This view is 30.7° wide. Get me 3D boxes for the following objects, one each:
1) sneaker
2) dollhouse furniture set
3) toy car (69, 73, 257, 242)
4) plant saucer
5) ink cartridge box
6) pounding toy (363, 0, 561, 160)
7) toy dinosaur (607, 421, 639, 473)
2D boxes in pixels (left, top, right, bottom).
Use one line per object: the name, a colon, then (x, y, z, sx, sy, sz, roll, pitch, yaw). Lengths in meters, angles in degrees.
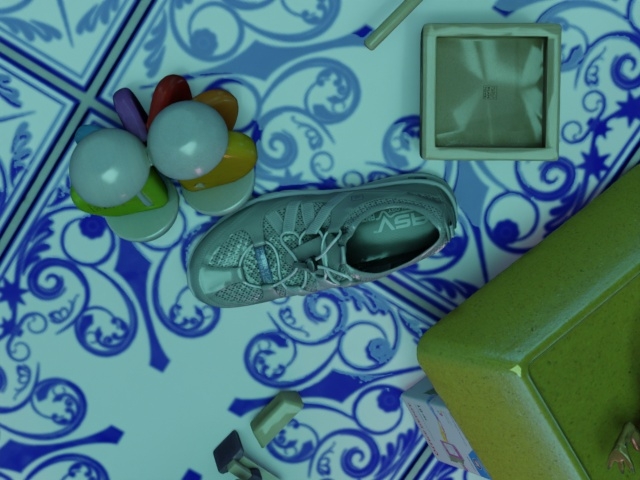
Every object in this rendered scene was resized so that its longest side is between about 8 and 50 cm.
sneaker: (0.000, 0.000, 1.141, 0.281, 0.115, 0.105, -19, 104, 3)
dollhouse furniture set: (-0.039, 0.228, 1.225, 0.081, 0.091, 0.114, 40, 97, -26)
toy car: (-0.156, -0.089, 1.113, 0.182, 0.159, 0.136, -19, 70, 4)
plant saucer: (0.308, 0.142, 1.141, 0.333, 0.081, 0.332, -36, 103, -17)
ink cartridge box: (0.146, 0.187, 1.186, 0.052, 0.122, 0.088, -33, 103, -18)
pounding toy: (0.133, -0.180, 1.116, 0.181, 0.094, 0.206, 0, 95, 3)
toy dinosaur: (0.313, 0.170, 1.079, 0.064, 0.112, 0.211, -10, 109, 43)
